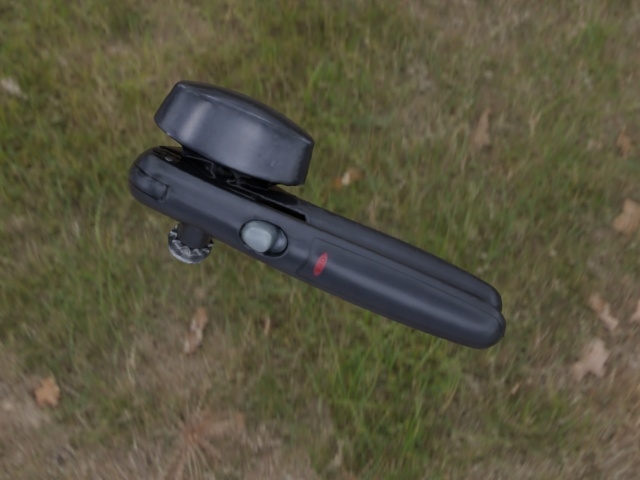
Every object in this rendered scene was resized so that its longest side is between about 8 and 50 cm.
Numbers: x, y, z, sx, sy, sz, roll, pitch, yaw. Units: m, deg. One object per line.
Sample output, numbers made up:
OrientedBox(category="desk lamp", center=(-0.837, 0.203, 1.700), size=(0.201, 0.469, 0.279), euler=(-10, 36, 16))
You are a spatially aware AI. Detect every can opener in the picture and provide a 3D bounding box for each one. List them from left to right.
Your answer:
OrientedBox(category="can opener", center=(0.000, 0.000, 0.735), size=(0.186, 0.073, 0.059), euler=(30, 28, -2))
